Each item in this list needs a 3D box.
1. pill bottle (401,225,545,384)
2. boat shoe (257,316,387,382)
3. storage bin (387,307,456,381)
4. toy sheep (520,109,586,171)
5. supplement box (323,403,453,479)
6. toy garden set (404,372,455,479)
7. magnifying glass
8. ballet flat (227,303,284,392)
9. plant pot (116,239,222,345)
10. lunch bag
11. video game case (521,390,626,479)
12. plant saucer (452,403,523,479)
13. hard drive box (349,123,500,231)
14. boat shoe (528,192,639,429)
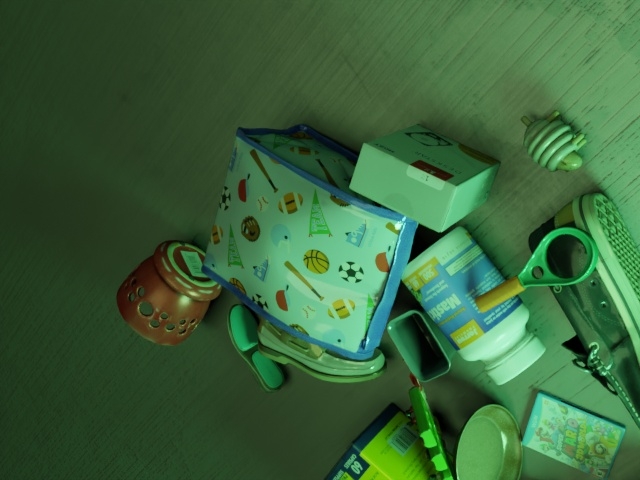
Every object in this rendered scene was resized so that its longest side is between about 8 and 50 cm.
[{"bbox_3d":[0.281,0.122,1.585,0.152,0.152,0.272,-42,82,32],"label":"pill bottle"},{"bbox_3d":[-0.005,0.210,1.798,0.302,0.113,0.103,10,115,28],"label":"boat shoe"},{"bbox_3d":[0.202,0.193,1.688,0.098,0.091,0.135,-32,87,33],"label":"storage bin"},{"bbox_3d":[0.392,-0.168,1.477,0.132,0.091,0.091,49,123,24],"label":"toy sheep"},{"bbox_3d":[0.190,0.541,1.738,0.356,0.195,0.194,40,120,13],"label":"supplement box"},{"bbox_3d":[0.199,0.367,1.640,0.049,0.204,0.244,-21,124,7],"label":"toy garden set"},{"bbox_3d":[0.353,0.056,1.438,0.231,0.026,0.092,-36,71,34],"label":"magnifying glass"},{"bbox_3d":[-0.153,0.243,1.923,0.213,0.072,0.068,61,153,4],"label":"ballet flat"},{"bbox_3d":[-0.326,0.106,1.905,0.191,0.191,0.174,45,118,10],"label":"plant pot"},{"bbox_3d":[0.000,0.000,1.651,0.385,0.238,0.328,33,121,33],"label":"lunch bag"},{"bbox_3d":[0.473,0.366,1.631,0.166,0.015,0.119,21,114,23],"label":"video game case"},{"bbox_3d":[0.309,0.408,1.639,0.036,0.198,0.199,-4,104,50],"label":"plant saucer"},{"bbox_3d":[0.187,-0.114,1.520,0.181,0.232,0.089,27,117,19],"label":"hard drive box"},{"bbox_3d":[0.501,0.169,1.462,0.156,0.186,0.500,-27,84,34],"label":"boat shoe"}]
